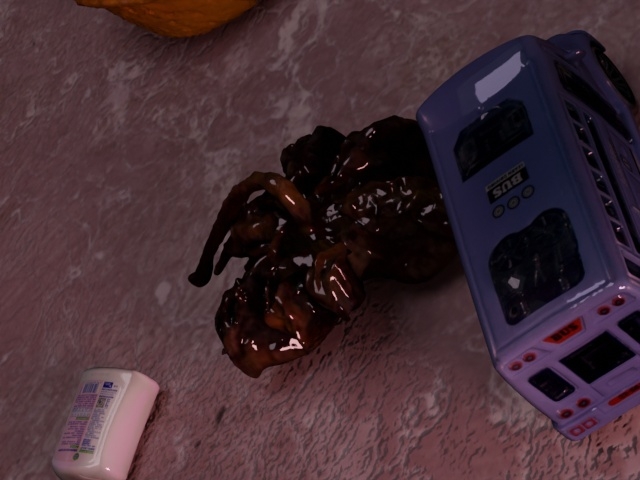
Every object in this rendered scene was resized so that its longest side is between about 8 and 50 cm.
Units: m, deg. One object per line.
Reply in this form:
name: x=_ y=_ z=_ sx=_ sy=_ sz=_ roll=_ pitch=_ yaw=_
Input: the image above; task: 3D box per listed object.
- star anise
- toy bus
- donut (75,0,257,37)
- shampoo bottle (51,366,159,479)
star anise: x=0.000 y=0.000 z=1.282 sx=0.220 sy=0.126 sz=0.190 roll=-43 pitch=44 yaw=8
toy bus: x=0.145 y=-0.028 z=1.148 sx=0.125 sy=0.133 sz=0.292 roll=-34 pitch=43 yaw=22
donut: x=-0.101 y=-0.310 z=1.620 sx=0.303 sy=0.110 sz=0.303 roll=-23 pitch=48 yaw=28
shampoo bottle: x=-0.169 y=0.150 z=1.395 sx=0.072 sy=0.043 sz=0.099 roll=-4 pitch=60 yaw=43
